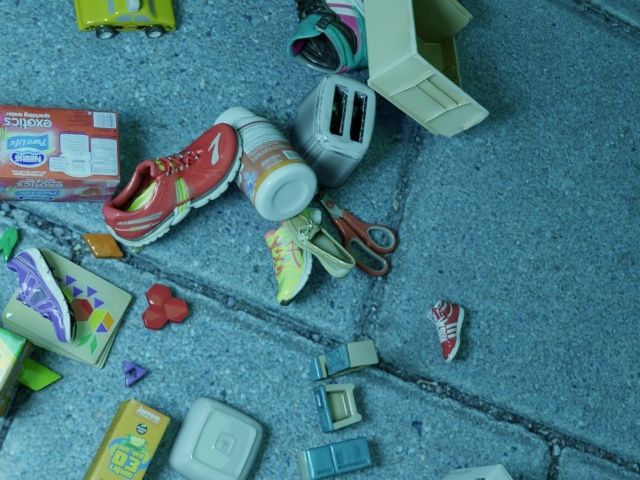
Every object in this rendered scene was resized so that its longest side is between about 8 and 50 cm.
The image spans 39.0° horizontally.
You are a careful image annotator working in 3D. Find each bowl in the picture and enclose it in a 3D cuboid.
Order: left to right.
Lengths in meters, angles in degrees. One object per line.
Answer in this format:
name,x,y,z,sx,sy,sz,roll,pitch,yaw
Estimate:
bowl,-0.167,0.342,1.506,0.142,0.053,0.142,30,65,-13

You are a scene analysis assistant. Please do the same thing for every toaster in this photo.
toaster,0.024,-0.204,1.699,0.129,0.146,0.227,17,63,-16

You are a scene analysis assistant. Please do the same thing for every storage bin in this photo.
storage bin,0.209,-0.374,1.780,0.260,0.123,0.262,28,47,-40

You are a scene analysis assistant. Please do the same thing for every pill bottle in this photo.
pill bottle,-0.107,-0.143,1.609,0.121,0.121,0.216,-18,49,-26

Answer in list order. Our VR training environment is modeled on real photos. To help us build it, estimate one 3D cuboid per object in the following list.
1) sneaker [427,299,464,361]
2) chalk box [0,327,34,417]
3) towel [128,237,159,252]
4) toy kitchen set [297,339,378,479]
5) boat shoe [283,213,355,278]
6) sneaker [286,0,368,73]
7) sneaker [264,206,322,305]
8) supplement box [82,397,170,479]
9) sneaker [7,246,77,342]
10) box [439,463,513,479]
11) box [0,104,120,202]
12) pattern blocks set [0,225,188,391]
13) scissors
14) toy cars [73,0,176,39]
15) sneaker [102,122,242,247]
sneaker,0.235,0.171,1.733,0.067,0.042,0.118,25,58,-18
chalk box,-0.557,0.168,1.338,0.213,0.132,0.132,23,76,-8
towel,-0.325,-0.024,1.581,0.060,0.009,0.083,-32,87,-27
toy kitchen set,0.030,0.291,1.539,0.122,0.166,0.207,-7,76,-24
boat shoe,-0.001,0.001,1.601,0.153,0.048,0.056,47,54,6
sneaker,-0.017,-0.445,1.788,0.295,0.124,0.178,50,53,-3
sneaker,-0.063,0.022,1.641,0.094,0.081,0.209,20,56,-16
supplement box,-0.324,0.369,1.418,0.078,0.080,0.233,29,63,-13
sneaker,-0.445,0.095,1.444,0.071,0.068,0.170,-30,77,-12
box,0.281,0.500,1.567,0.119,0.181,0.182,-34,88,-28
box,-0.469,-0.140,1.495,0.256,0.122,0.128,0,73,-22
pattern blocks set,-0.413,0.115,1.490,0.325,0.026,0.285,38,63,-7
scissors,0.024,-0.048,1.728,0.297,0.021,0.109,38,63,-8
toy cars,-0.438,-0.495,1.642,0.393,0.087,0.176,34,64,-9
sneaker,-0.247,-0.105,1.519,0.279,0.118,0.107,-45,54,-11
